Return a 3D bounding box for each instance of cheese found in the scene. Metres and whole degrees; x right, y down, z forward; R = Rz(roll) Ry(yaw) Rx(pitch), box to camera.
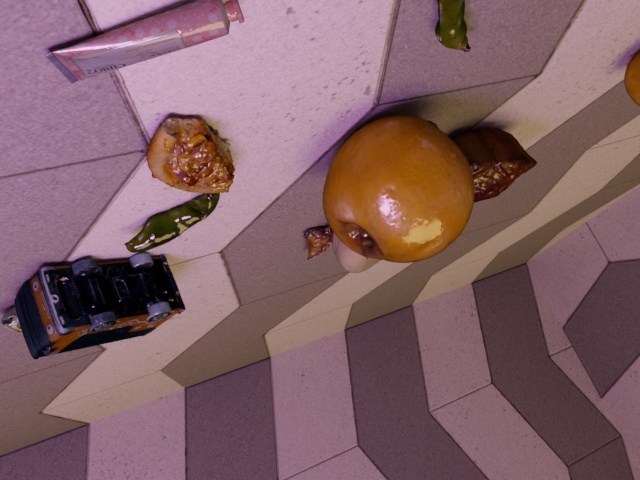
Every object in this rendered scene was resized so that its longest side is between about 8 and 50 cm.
[{"bbox_3d":[0.153,-0.030,1.648,0.265,0.127,0.233,-25,163,-12],"label":"cheese"}]

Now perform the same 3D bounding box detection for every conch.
[{"bbox_3d":[-0.563,0.146,1.303,0.076,0.057,0.085,-8,146,11],"label":"conch"}]

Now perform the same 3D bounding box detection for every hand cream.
[{"bbox_3d":[-0.186,-0.219,0.742,0.209,0.043,0.067,-19,168,1],"label":"hand cream"}]

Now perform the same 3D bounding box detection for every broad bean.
[{"bbox_3d":[-0.250,-0.037,1.198,0.195,0.046,0.061,-33,151,10],"label":"broad bean"},{"bbox_3d":[0.183,-0.323,0.927,0.052,0.052,0.256,-62,166,-7],"label":"broad bean"}]

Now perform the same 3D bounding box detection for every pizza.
[{"bbox_3d":[-0.189,-0.114,1.025,0.127,0.058,0.246,-23,166,-7],"label":"pizza"}]

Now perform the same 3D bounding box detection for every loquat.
[{"bbox_3d":[0.737,-0.354,1.458,0.172,0.150,0.204,-32,175,8],"label":"loquat"},{"bbox_3d":[0.141,-0.099,1.232,0.274,0.275,0.275,-23,164,-7],"label":"loquat"}]

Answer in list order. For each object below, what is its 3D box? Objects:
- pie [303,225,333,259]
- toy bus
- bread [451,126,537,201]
[{"bbox_3d":[0.000,0.000,1.694,0.092,0.034,0.170,-27,160,-5],"label":"pie"},{"bbox_3d":[-0.418,0.121,1.293,0.167,0.139,0.275,-33,164,33],"label":"toy bus"},{"bbox_3d":[0.340,-0.154,1.525,0.246,0.135,0.232,-6,156,-48],"label":"bread"}]
